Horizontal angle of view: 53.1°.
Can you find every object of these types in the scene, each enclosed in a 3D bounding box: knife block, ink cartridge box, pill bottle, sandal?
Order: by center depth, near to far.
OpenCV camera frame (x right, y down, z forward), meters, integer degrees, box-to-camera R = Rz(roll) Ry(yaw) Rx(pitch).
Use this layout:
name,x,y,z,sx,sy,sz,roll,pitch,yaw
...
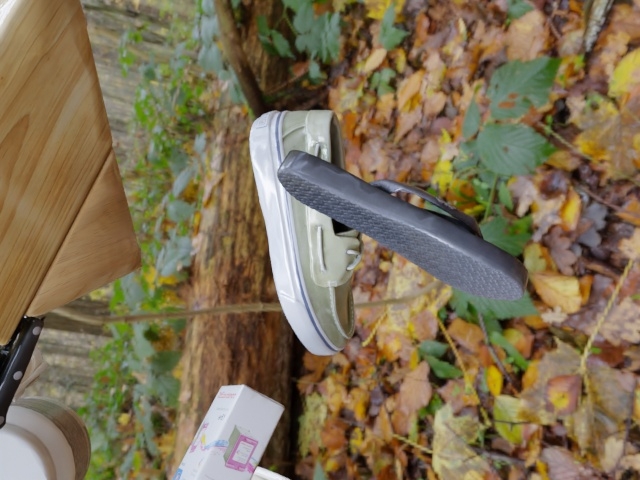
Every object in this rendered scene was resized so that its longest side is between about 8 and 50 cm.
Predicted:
name,x,y,z,sx,sy,sz,roll,pitch,yaw
knife block,-0.242,-0.006,0.385,0.088,0.242,0.276,15,121,40
sandal,0.077,-0.026,0.587,0.055,0.254,0.097,-57,-14,-15
ink cartridge box,-0.094,0.207,0.631,0.123,0.052,0.088,-62,14,-23
pill bottle,-0.465,0.346,0.959,0.361,0.204,0.204,144,135,-72

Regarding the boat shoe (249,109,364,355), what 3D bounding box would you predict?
name,x,y,z,sx,sy,sz,roll,pitch,yaw
boat shoe,0.000,0.000,0.727,0.109,0.094,0.303,-54,-46,-57

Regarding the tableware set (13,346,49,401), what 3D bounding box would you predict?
name,x,y,z,sx,sy,sz,roll,pitch,yaw
tableware set,-0.399,0.116,0.716,0.020,0.141,0.169,-34,87,43

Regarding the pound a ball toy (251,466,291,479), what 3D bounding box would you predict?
name,x,y,z,sx,sy,sz,roll,pitch,yaw
pound a ball toy,-0.037,0.433,0.809,0.135,0.319,0.208,-11,46,54
